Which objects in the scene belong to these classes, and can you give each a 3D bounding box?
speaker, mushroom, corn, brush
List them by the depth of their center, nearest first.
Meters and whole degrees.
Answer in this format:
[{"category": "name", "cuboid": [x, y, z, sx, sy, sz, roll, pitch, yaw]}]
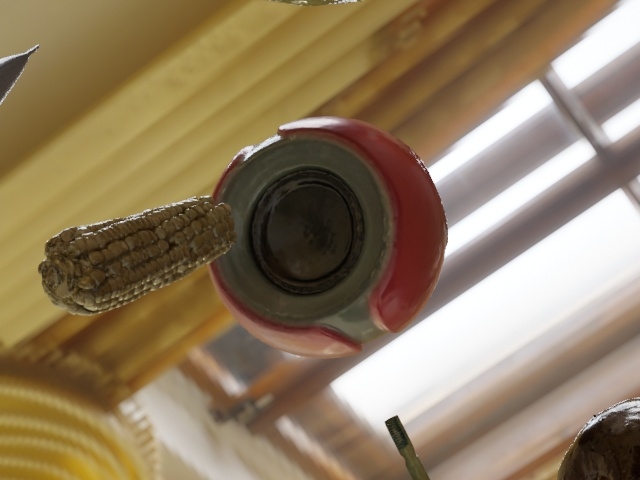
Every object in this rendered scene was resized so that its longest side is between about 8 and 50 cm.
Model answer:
[{"category": "corn", "cuboid": [-0.176, 0.012, 1.754, 0.211, 0.087, 0.087, -20, -107, -47]}, {"category": "brush", "cuboid": [0.086, 0.210, 1.818, 0.083, 0.016, 0.013, 63, -167, 24]}, {"category": "mushroom", "cuboid": [0.337, 0.275, 1.957, 0.138, 0.194, 0.231, -3, -134, -26]}, {"category": "speaker", "cuboid": [0.000, 0.000, 2.216, 0.294, 0.294, 0.294, 51, -167, -17]}]

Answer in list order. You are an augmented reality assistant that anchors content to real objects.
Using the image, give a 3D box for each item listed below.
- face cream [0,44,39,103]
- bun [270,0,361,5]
[{"category": "face cream", "cuboid": [-0.389, -0.096, 1.797, 0.086, 0.135, 0.385, 56, -156, -15]}, {"category": "bun", "cuboid": [-0.016, -0.325, 1.680, 0.259, 0.160, 0.259, 10, -128, -13]}]
